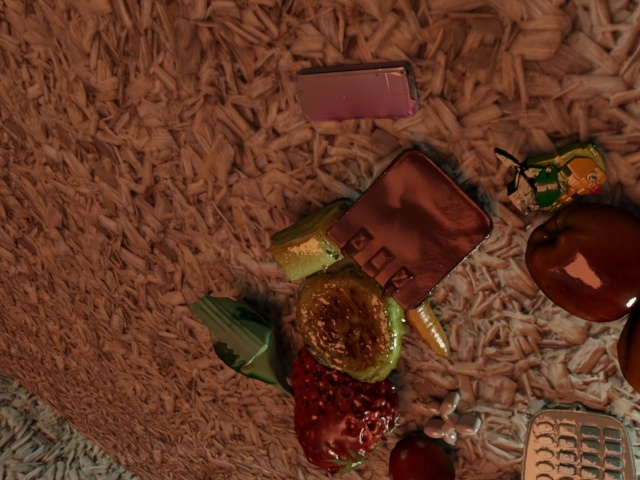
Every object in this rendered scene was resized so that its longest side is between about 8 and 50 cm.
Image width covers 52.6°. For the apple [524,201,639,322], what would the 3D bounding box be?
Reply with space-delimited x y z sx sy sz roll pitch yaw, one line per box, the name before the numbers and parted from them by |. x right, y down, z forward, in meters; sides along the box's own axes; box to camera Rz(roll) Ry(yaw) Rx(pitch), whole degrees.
apple | 0.504 0.038 1.195 0.234 0.234 0.234 17 130 21

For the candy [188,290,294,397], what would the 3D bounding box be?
candy | -0.195 0.324 1.854 0.263 0.172 0.398 39 159 36

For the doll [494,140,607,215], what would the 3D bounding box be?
doll | 0.428 -0.123 1.199 0.186 0.106 0.134 -10 108 18

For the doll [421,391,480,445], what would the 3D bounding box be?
doll | 0.342 0.487 1.742 0.160 0.059 0.161 -30 105 42

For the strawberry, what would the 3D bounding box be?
strawberry | 0.035 0.437 1.761 0.345 0.295 0.317 49 161 16

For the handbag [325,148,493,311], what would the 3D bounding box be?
handbag | 0.186 -0.025 1.357 0.260 0.084 0.275 41 103 -3

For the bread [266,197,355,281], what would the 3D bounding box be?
bread | 0.000 0.000 1.504 0.257 0.186 0.124 -25 104 33

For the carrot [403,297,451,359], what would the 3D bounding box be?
carrot | 0.270 0.222 1.591 0.072 0.072 0.205 -14 121 38

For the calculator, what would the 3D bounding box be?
calculator | 0.610 0.577 1.536 0.256 0.054 0.387 1 92 24

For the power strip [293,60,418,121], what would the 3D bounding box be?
power strip | 0.070 -0.304 1.331 0.278 0.037 0.109 4 124 30

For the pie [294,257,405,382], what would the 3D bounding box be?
pie | 0.077 0.191 1.598 0.288 0.103 0.355 0 105 38

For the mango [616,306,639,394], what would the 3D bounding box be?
mango | 0.661 0.185 1.193 0.201 0.152 0.287 32 135 25

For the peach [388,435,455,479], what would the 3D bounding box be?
peach | 0.277 0.649 1.828 0.197 0.197 0.197 17 130 21
